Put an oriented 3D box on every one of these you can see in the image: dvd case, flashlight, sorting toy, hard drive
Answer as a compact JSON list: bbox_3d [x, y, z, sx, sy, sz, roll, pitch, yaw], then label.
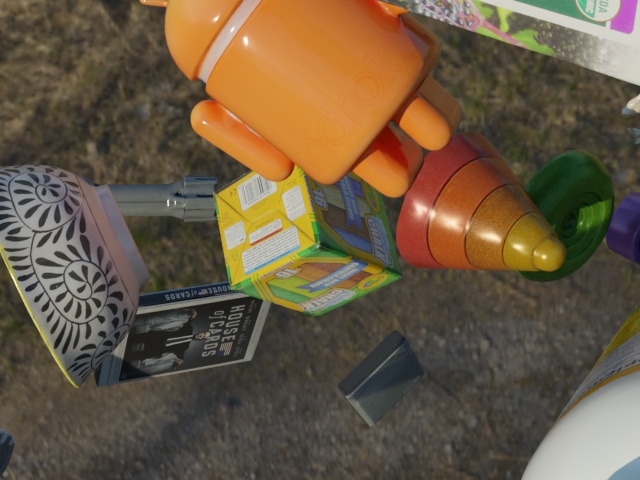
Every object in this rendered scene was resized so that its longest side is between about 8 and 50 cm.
[{"bbox_3d":[-0.192,0.128,1.688,0.239,0.179,0.029,-8,52,-24],"label":"dvd case"},{"bbox_3d":[-0.324,-0.071,1.999,0.304,0.103,0.103,-1,59,-10],"label":"flashlight"},{"bbox_3d":[0.231,-0.002,1.031,0.366,0.127,0.126,5,20,-44],"label":"sorting toy"},{"bbox_3d":[0.072,0.162,1.393,0.094,0.135,0.022,-44,65,-6],"label":"hard drive"}]

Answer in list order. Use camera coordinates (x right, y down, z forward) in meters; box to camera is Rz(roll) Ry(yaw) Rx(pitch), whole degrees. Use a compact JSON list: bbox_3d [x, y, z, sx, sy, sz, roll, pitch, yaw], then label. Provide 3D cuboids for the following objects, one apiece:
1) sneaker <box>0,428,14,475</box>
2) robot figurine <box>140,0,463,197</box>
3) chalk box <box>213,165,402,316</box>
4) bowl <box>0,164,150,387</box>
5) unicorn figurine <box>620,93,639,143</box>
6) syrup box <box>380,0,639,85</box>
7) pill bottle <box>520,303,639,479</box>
[{"bbox_3d":[-0.514,0.246,1.464,0.115,0.281,0.105,17,83,34],"label":"sneaker"},{"bbox_3d":[-0.009,-0.125,0.789,0.219,0.158,0.128,38,62,-1],"label":"robot figurine"},{"bbox_3d":[0.000,0.000,1.395,0.132,0.213,0.132,-29,60,30],"label":"chalk box"},{"bbox_3d":[-0.170,0.009,0.839,0.080,0.170,0.170,-26,51,-8],"label":"bowl"},{"bbox_3d":[0.335,-0.110,1.085,0.111,0.162,0.060,-23,47,15],"label":"unicorn figurine"},{"bbox_3d":[0.082,-0.145,0.484,0.237,0.093,0.096,25,46,28],"label":"syrup box"},{"bbox_3d":[0.120,0.078,0.339,0.118,0.117,0.208,18,18,21],"label":"pill bottle"}]
